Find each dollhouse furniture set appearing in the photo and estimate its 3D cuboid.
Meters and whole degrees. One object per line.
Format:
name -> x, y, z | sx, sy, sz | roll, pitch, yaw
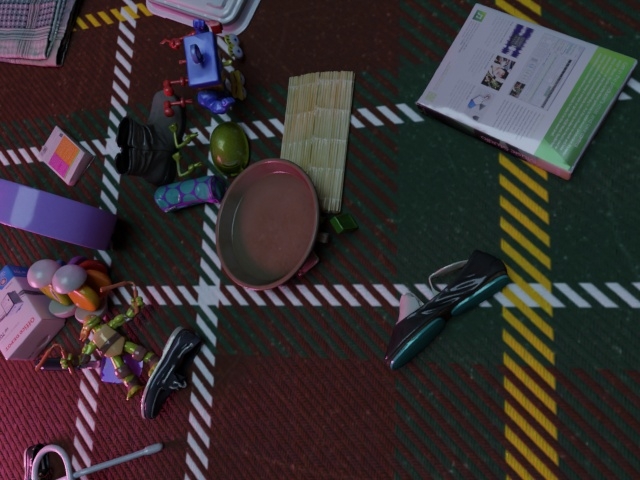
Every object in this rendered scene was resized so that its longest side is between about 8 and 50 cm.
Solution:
dollhouse furniture set -> 0.000, 0.000, 1.212 | 0.151, 0.058, 0.076 | -41, 74, 30

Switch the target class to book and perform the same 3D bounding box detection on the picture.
book -> -0.655, -0.217, 1.504 | 0.144, 0.035, 0.096 | 39, 97, 24

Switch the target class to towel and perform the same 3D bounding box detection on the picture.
towel -> -0.807, -0.643, 1.637 | 0.324, 0.056, 0.312 | 11, 83, 22

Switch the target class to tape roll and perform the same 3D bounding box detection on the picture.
tape roll -> -0.604, -0.057, 1.319 | 0.274, 0.275, 0.090 | 14, 84, 23

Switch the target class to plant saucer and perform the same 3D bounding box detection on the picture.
plant saucer -> -0.108, -0.033, 1.220 | 0.277, 0.041, 0.278 | -8, 75, 34

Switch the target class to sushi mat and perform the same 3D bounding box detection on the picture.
sushi mat -> -0.013, -0.211, 1.261 | 0.151, 0.019, 0.317 | 2, 79, 23

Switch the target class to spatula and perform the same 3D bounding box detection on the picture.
spatula -> -0.541, 0.287, 1.357 | 0.296, 0.030, 0.084 | -5, 73, 21

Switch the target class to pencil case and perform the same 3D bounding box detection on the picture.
pencil case -> -0.292, -0.103, 1.323 | 0.151, 0.064, 0.070 | -11, 60, 19

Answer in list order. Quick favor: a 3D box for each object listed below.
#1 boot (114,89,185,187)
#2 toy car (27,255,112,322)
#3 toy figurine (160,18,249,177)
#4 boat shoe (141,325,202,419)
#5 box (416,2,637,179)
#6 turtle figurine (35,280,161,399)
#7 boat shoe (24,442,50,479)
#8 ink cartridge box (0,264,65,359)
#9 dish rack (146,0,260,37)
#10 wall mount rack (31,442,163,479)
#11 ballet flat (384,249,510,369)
boot -> -0.390, -0.250, 1.337 | 0.083, 0.161, 0.247 | -2, 78, 20
toy car -> -0.564, 0.096, 1.358 | 0.182, 0.159, 0.136 | 8, 48, 23
toy figurine -> -0.263, -0.329, 1.250 | 0.191, 0.217, 0.363 | -6, 83, -1
boat shoe -> -0.315, 0.288, 1.247 | 0.065, 0.075, 0.206 | 21, 84, 12
box -> 0.378, -0.285, 1.108 | 0.322, 0.058, 0.232 | 32, 92, 25
turtle figurine -> -0.459, 0.240, 1.285 | 0.217, 0.087, 0.269 | 44, 74, 7
boat shoe -> -0.641, 0.530, 1.336 | 0.042, 0.049, 0.133 | -28, 66, 22
ink cartridge box -> -0.730, 0.175, 1.426 | 0.140, 0.082, 0.190 | -48, 66, 6
dish rack -> -0.277, -0.666, 1.430 | 0.332, 0.072, 0.286 | 25, 88, 22
wall mount rack -> -0.461, 0.580, 1.222 | 0.304, 0.130, 0.350 | -25, 71, 19
ballet flat -> 0.212, 0.119, 1.076 | 0.280, 0.095, 0.096 | -37, 59, 0
